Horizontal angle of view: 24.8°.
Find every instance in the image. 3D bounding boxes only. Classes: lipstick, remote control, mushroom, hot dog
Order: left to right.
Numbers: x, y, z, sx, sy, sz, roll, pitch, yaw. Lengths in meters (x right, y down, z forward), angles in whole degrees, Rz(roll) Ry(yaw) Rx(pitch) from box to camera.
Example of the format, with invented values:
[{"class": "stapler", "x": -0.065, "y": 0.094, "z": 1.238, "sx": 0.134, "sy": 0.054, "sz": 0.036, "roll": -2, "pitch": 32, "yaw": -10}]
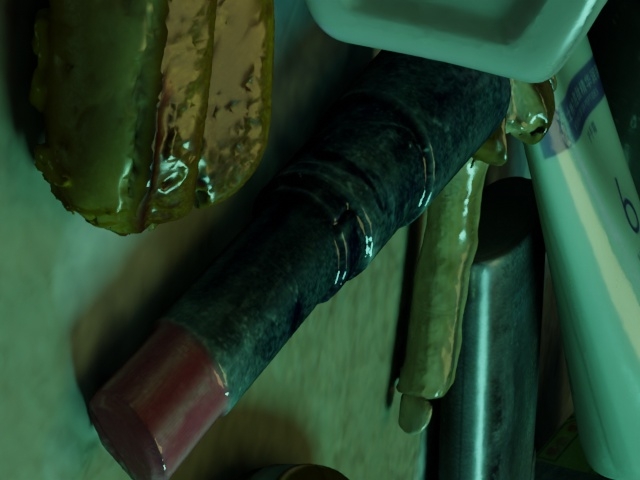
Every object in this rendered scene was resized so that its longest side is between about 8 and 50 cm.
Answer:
[{"class": "hot dog", "x": -0.037, "y": -0.079, "z": 0.342, "sx": 0.071, "sy": 0.045, "sz": 0.165, "roll": -32, "pitch": 129, "yaw": -65}, {"class": "lipstick", "x": 0.000, "y": 0.000, "z": 0.467, "sx": 0.234, "sy": 0.053, "sz": 0.053, "roll": -52, "pitch": 145, "yaw": -49}, {"class": "mushroom", "x": 0.061, "y": -0.004, "z": 0.623, "sx": 0.060, "sy": 0.061, "sz": 0.187, "roll": -49, "pitch": 147, "yaw": -63}, {"class": "remote control", "x": 0.089, "y": 0.158, "z": 0.783, "sx": 0.107, "sy": 0.044, "sz": 0.378, "roll": -41, "pitch": 136, "yaw": -54}]

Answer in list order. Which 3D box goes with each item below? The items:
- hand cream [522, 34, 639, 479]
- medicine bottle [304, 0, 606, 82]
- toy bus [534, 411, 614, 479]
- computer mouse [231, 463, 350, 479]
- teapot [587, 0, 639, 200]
[{"class": "hand cream", "x": 0.119, "y": -0.030, "z": 0.690, "sx": 0.109, "sy": 0.067, "sz": 0.321, "roll": -47, "pitch": 121, "yaw": -57}, {"class": "medicine bottle", "x": 0.094, "y": -0.202, "z": 0.527, "sx": 0.324, "sy": 0.124, "sz": 0.179, "roll": -54, "pitch": 151, "yaw": -47}, {"class": "toy bus", "x": 0.264, "y": 0.235, "z": 0.963, "sx": 0.190, "sy": 0.152, "sz": 0.312, "roll": -41, "pitch": 121, "yaw": -33}, {"class": "computer mouse", "x": -0.022, "y": 0.231, "z": 0.489, "sx": 0.158, "sy": 0.071, "sz": 0.310, "roll": 32, "pitch": 68, "yaw": -70}, {"class": "teapot", "x": 0.261, "y": -0.126, "z": 0.717, "sx": 0.285, "sy": 0.305, "sz": 0.223, "roll": 67, "pitch": 41, "yaw": -60}]
